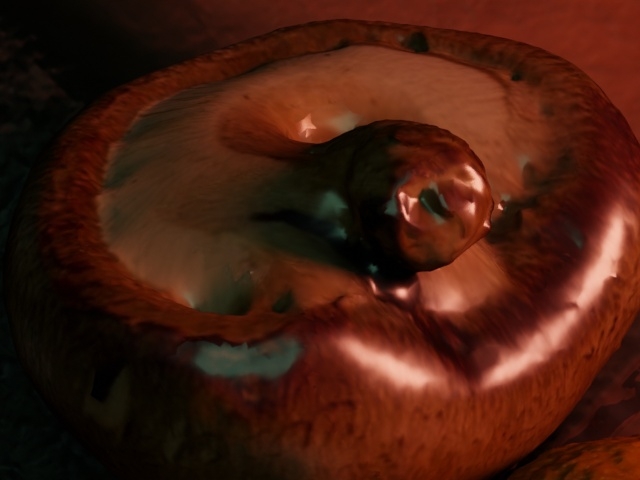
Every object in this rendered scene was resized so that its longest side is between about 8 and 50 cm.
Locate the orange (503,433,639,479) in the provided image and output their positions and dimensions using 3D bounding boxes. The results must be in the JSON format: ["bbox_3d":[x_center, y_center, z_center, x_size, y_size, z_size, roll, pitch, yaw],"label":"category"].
[{"bbox_3d":[0.112,0.162,0.594,0.206,0.206,0.206,0,73,2],"label":"orange"}]

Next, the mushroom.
[{"bbox_3d":[0.002,0.014,0.661,0.231,0.194,0.138,-25,115,-31],"label":"mushroom"}]
